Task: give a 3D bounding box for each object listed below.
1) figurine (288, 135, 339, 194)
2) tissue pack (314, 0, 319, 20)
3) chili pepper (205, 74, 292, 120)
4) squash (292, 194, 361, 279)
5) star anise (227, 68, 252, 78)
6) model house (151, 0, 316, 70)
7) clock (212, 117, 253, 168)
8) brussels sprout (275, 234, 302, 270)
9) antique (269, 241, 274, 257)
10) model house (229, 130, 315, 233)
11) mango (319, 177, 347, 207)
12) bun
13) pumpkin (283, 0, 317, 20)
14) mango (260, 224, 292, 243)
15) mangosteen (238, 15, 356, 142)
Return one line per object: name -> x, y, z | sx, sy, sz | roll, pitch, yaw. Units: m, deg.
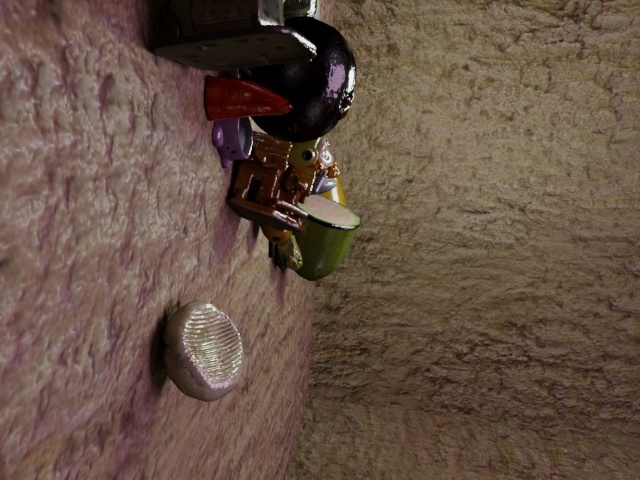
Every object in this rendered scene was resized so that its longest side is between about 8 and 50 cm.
figurine -> -0.070, -0.336, 1.796 | 0.224, 0.205, 0.381 | -54, 129, -73
tissue pack -> -0.056, -0.753, 1.831 | 0.196, 0.092, 0.148 | -79, 173, -56
chili pepper -> -0.137, -0.271, 1.041 | 0.065, 0.169, 0.088 | -74, 170, -61
squash -> -0.032, 0.001, 2.145 | 0.310, 0.311, 0.308 | -72, -175, -67
star anise -> -0.174, -0.392, 1.010 | 0.208, 0.063, 0.171 | -75, 158, -67
model house -> -0.131, -0.412, 0.793 | 0.205, 0.219, 0.278 | -35, 123, -73
clock -> -0.189, -0.228, 1.161 | 0.152, 0.050, 0.109 | 82, 14, -67
brussels sprout -> -0.119, 0.043, 1.960 | 0.181, 0.101, 0.138 | 52, 34, -80
antique -> -0.165, -0.032, 1.800 | 0.031, 0.015, 0.191 | -70, 164, -64
model house -> -0.113, -0.152, 1.347 | 0.219, 0.200, 0.229 | 141, -41, -80
mango -> 0.006, -0.167, 2.369 | 0.264, 0.221, 0.377 | -159, -112, -74
bun -> -0.223, 0.200, 0.955 | 0.183, 0.102, 0.183 | 47, 27, -34
pumpkin -> -0.083, -0.633, 1.373 | 0.190, 0.146, 0.190 | -25, 90, -84
mango -> -0.130, -0.113, 1.599 | 0.138, 0.113, 0.253 | 51, 37, -77
mangosteen -> -0.060, -0.363, 1.190 | 0.288, 0.288, 0.287 | 5, 90, -85
